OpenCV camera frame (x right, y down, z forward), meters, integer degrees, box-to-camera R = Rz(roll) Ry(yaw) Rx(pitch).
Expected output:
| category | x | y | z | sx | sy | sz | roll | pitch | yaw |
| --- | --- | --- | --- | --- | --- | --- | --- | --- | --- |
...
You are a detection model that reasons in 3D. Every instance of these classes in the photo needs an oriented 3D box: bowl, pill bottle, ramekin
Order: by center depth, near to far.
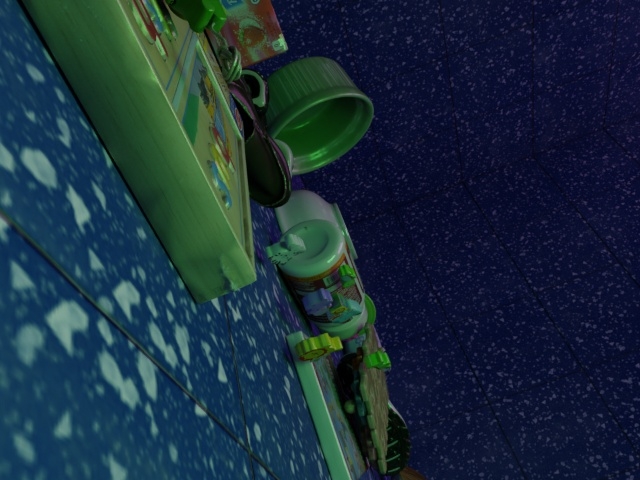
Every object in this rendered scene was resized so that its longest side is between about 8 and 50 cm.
| category | x | y | z | sx | sy | sz | roll | pitch | yaw |
| --- | --- | --- | --- | --- | --- | --- | --- | --- | --- |
| pill bottle | 0.010 | 0.076 | 1.017 | 0.121 | 0.121 | 0.221 | -109 | 177 | -46 |
| bowl | 0.000 | 0.000 | 1.331 | 0.298 | 0.134 | 0.297 | -21 | 90 | -87 |
| ramekin | -0.034 | -0.313 | 1.440 | 0.148 | 0.304 | 0.303 | 62 | 0 | 20 |

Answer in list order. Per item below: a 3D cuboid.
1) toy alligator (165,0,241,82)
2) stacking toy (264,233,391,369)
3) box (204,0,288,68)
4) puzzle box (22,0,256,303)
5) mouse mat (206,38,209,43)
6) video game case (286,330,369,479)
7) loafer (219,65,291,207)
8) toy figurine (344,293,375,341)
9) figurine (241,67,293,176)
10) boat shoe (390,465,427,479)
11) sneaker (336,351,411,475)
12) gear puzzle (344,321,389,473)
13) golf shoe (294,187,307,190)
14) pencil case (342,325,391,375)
| category | x | y | z | sx | sy | sz | roll | pitch | yaw |
| --- | --- | --- | --- | --- | --- | --- | --- | --- | --- |
| toy alligator | -0.108 | -0.206 | 0.463 | 0.051 | 0.056 | 0.189 | 5 | 56 | -39 |
| stacking toy | 0.015 | 0.098 | 0.816 | 0.221 | 0.052 | 0.166 | 30 | 35 | -55 |
| box | -0.190 | -0.503 | 1.164 | 0.154 | 0.142 | 0.299 | -120 | -172 | -71 |
| puzzle box | -0.141 | -0.160 | 0.535 | 0.408 | 0.052 | 0.272 | -107 | 176 | -59 |
| mouse mat | -0.255 | -0.458 | 1.080 | 0.152 | 0.007 | 0.189 | -104 | 173 | -73 |
| video game case | 0.018 | 0.252 | 0.858 | 0.285 | 0.025 | 0.204 | 61 | 8 | -71 |
| loafer | -0.112 | -0.136 | 0.824 | 0.078 | 0.080 | 0.220 | -82 | 147 | -65 |
| toy figurine | 0.051 | 0.182 | 1.417 | 0.173 | 0.130 | 0.159 | 47 | 12 | 1 |
| figurine | -0.111 | -0.184 | 1.079 | 0.209 | 0.093 | 0.214 | 89 | -19 | -85 |
| boat shoe | 0.191 | 0.556 | 1.244 | 0.098 | 0.096 | 0.277 | 26 | -11 | 10 |
| sneaker | 0.112 | 0.357 | 1.207 | 0.108 | 0.100 | 0.271 | 112 | -43 | -86 |
| gear puzzle | 0.084 | 0.244 | 1.027 | 0.339 | 0.044 | 0.175 | -64 | 141 | -73 |
| golf shoe | -0.046 | -0.053 | 1.636 | 0.094 | 0.077 | 0.198 | 88 | -9 | -63 |
| pencil case | 0.110 | 0.270 | 1.668 | 0.124 | 0.114 | 0.273 | 104 | -29 | -53 |
